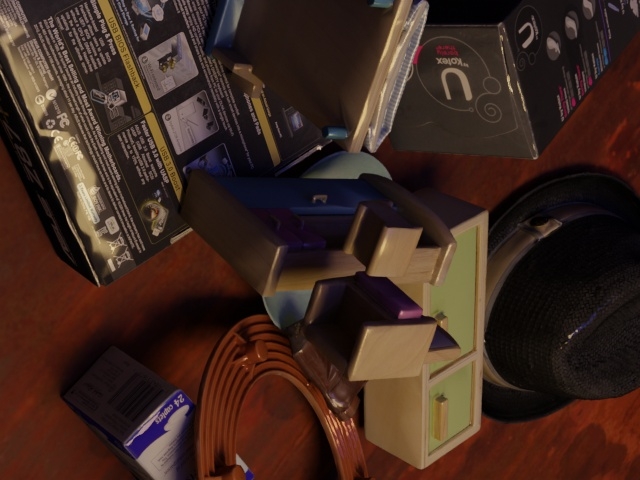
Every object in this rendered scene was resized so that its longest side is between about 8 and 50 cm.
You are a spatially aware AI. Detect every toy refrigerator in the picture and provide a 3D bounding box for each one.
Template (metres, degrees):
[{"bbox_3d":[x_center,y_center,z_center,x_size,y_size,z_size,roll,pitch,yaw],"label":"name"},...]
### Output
[{"bbox_3d":[0.111,0.093,1.355,0.102,0.094,0.270,-25,126,-39],"label":"toy refrigerator"}]

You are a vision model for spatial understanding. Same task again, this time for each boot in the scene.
[{"bbox_3d":[0.008,0.106,1.292,0.114,0.037,0.106,55,29,-29],"label":"boot"}]

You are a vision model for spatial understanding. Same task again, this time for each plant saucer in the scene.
[{"bbox_3d":[0.000,0.000,1.289,0.195,0.037,0.195,-24,125,-39],"label":"plant saucer"}]

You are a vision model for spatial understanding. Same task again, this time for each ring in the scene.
[{"bbox_3d":[-0.017,0.232,1.238,0.336,0.032,0.337,43,39,-49],"label":"ring"}]

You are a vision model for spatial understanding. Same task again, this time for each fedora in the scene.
[{"bbox_3d":[0.311,0.085,1.490,0.334,0.152,0.334,-13,114,-33],"label":"fedora"}]

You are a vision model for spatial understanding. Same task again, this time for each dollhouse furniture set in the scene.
[{"bbox_3d":[0.061,-0.098,1.037,0.198,0.286,0.303,-3,121,-39],"label":"dollhouse furniture set"}]

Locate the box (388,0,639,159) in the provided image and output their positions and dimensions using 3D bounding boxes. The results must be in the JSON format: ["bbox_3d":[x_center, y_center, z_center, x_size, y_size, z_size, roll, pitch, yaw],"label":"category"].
[{"bbox_3d":[0.179,-0.211,1.238,0.270,0.165,0.143,-48,130,-37],"label":"box"}]

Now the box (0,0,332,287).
[{"bbox_3d":[-0.143,-0.206,1.086,0.318,0.097,0.395,-34,124,-21],"label":"box"}]

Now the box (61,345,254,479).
[{"bbox_3d":[-0.149,0.180,1.195,0.072,0.126,0.137,-46,127,-16],"label":"box"}]
